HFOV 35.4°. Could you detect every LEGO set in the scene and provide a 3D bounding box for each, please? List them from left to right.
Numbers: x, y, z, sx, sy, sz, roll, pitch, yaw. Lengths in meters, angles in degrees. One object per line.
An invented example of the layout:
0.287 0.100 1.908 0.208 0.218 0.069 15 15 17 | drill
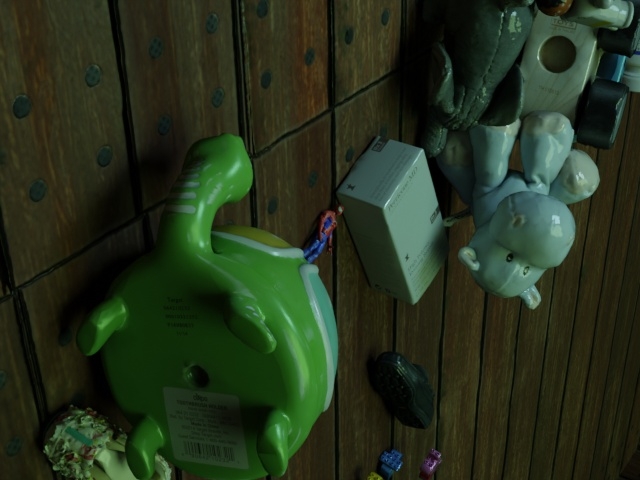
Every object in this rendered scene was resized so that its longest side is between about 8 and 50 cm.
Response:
0.116 0.416 1.689 0.227 0.087 0.093 -48 158 -32 | LEGO set

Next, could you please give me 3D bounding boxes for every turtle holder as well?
-0.110 0.078 1.044 0.320 0.243 0.227 57 30 -7 | turtle holder

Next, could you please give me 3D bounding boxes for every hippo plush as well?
0.259 -0.041 1.480 0.294 0.234 0.237 -46 -166 38 | hippo plush

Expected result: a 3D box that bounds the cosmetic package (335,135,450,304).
0.108 -0.025 1.429 0.117 0.085 0.231 -55 148 -24 | cosmetic package

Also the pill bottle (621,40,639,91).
0.637 -0.435 1.958 0.152 0.152 0.272 -44 141 -36 | pill bottle

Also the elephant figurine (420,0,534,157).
0.211 -0.223 1.390 0.186 0.169 0.240 -2 105 -63 | elephant figurine

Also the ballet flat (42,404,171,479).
-0.215 0.254 1.087 0.091 0.077 0.241 -61 149 -16 | ballet flat

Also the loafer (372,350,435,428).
0.140 0.234 1.648 0.223 0.076 0.078 60 42 -50 | loafer

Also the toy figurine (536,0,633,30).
0.359 -0.404 1.344 0.148 0.213 0.210 10 135 -20 | toy figurine

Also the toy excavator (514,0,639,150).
0.441 -0.383 1.672 0.445 0.222 0.433 -25 128 -67 | toy excavator

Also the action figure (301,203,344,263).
0.000 0.000 1.327 0.115 0.030 0.038 -62 143 -17 | action figure
